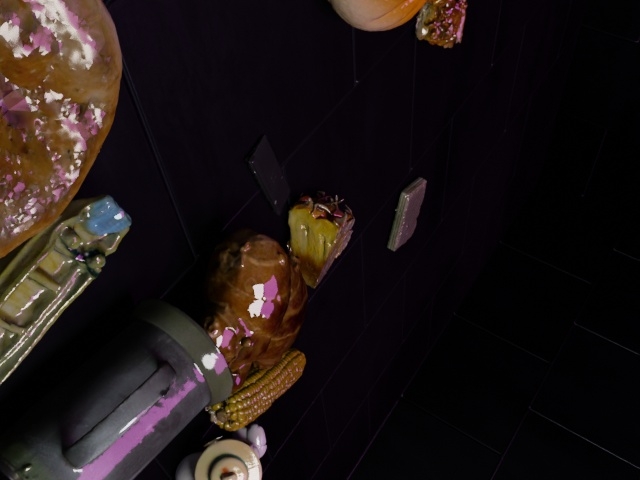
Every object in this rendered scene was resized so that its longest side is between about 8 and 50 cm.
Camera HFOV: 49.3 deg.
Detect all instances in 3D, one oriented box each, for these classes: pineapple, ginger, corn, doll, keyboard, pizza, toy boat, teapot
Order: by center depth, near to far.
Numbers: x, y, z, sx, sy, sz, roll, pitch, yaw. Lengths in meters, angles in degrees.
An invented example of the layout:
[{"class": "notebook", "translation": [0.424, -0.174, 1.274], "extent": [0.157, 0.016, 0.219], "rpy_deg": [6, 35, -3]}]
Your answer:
[{"class": "toy boat", "translation": [-0.344, 0.052, 0.816], "extent": [0.276, 0.084, 0.111], "rpy_deg": [-53, 158, -15]}, {"class": "teapot", "translation": [-0.290, 0.249, 0.950], "extent": [0.337, 0.200, 0.270], "rpy_deg": [-44, -173, -36]}, {"class": "ginger", "translation": [-0.122, 0.140, 1.239], "extent": [0.357, 0.152, 0.274], "rpy_deg": [63, 44, -72]}, {"class": "keyboard", "translation": [-0.091, -0.114, 1.260], "extent": [0.060, 0.018, 0.195], "rpy_deg": [-63, 159, -20]}, {"class": "pineapple", "translation": [0.000, 0.000, 1.459], "extent": [0.186, 0.114, 0.236], "rpy_deg": [-59, 160, -11]}, {"class": "pizza", "translation": [0.266, -0.523, 1.495], "extent": [0.161, 0.085, 0.305], "rpy_deg": [-54, 155, -19]}, {"class": "doll", "translation": [-0.181, 0.463, 1.497], "extent": [0.271, 0.208, 0.144], "rpy_deg": [-11, 88, -56]}, {"class": "corn", "translation": [-0.127, 0.316, 1.548], "extent": [0.313, 0.102, 0.102], "rpy_deg": [-33, 143, -55]}]

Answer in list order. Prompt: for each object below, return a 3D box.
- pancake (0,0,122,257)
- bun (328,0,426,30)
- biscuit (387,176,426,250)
[{"class": "pancake", "translation": [-0.336, -0.124, 0.630], "extent": [0.387, 0.082, 0.387], "rpy_deg": [-42, 148, -34]}, {"class": "bun", "translation": [0.136, -0.484, 1.155], "extent": [0.299, 0.164, 0.299], "rpy_deg": [-47, 153, -32]}, {"class": "biscuit", "translation": [0.249, -0.075, 2.005], "extent": [0.121, 0.040, 0.199], "rpy_deg": [-36, 146, -44]}]
